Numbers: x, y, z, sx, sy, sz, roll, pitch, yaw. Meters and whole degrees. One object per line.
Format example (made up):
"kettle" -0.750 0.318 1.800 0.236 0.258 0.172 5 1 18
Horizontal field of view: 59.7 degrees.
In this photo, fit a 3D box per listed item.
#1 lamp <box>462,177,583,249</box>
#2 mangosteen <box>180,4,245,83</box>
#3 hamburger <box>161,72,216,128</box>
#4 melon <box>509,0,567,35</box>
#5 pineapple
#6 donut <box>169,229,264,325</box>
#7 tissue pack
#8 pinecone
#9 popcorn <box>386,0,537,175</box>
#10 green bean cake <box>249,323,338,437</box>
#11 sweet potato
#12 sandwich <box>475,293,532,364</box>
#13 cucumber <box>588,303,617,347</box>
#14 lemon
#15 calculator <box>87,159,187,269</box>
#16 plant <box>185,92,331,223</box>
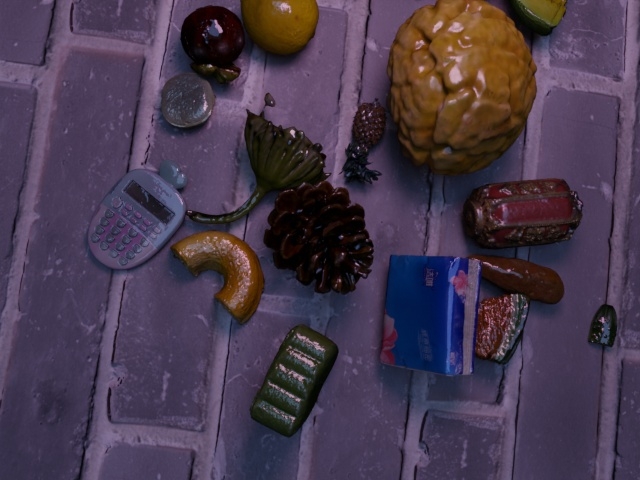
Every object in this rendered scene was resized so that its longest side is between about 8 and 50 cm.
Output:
"lamp" 0.494 -0.066 1.372 0.273 0.177 0.177 -5 85 -3
"mangosteen" -0.258 -0.471 1.350 0.166 0.166 0.180 -6 108 -6
"hamburger" -0.326 -0.344 1.376 0.133 0.062 0.140 -3 86 -2
"melon" 0.560 -0.653 1.453 0.169 0.129 0.265 27 77 2
"pineapple" 0.118 -0.249 1.395 0.103 0.083 0.222 14 86 -3
"donut" -0.225 0.058 1.335 0.259 0.101 0.152 45 77 4
"tissue pack" 0.254 0.168 1.302 0.209 0.137 0.270 3 84 40
"pinecone" 0.000 0.000 1.274 0.243 0.309 0.244 -12 124 -19
"popcorn" 0.328 -0.346 1.285 0.343 0.354 0.390 -5 128 -5
"green bean cake" -0.053 0.305 1.250 0.124 0.248 0.222 25 82 10
"sweet potato" 0.481 0.089 1.397 0.251 0.097 0.097 19 83 2
"sandwich" 0.418 0.205 1.372 0.159 0.109 0.185 22 82 11
"cucumber" 0.732 0.216 1.429 0.067 0.035 0.108 16 82 -2
"lemon" -0.101 -0.548 1.355 0.203 0.178 0.179 20 83 -20
"calculator" -0.433 -0.064 1.349 0.185 0.041 0.299 38 85 -1
"plant" -0.135 -0.152 1.368 0.251 0.180 0.333 34 110 -9
